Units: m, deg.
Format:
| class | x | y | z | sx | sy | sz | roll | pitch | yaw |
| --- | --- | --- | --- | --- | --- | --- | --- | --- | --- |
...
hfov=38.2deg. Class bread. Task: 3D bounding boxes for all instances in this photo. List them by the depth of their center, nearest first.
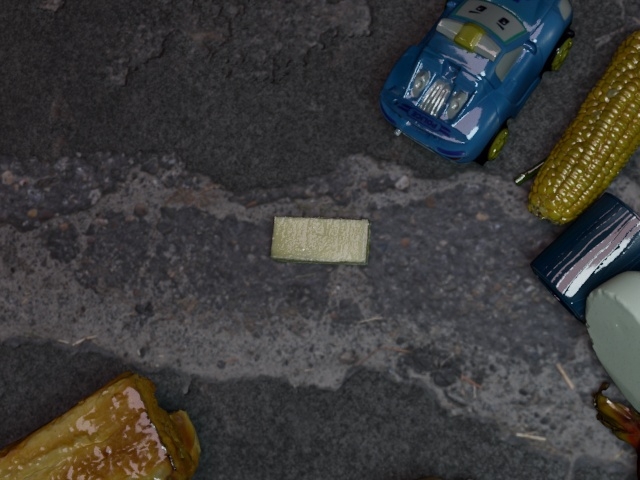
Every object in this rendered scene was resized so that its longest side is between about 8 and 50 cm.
| class | x | y | z | sx | sy | sz | roll | pitch | yaw |
| --- | --- | --- | --- | --- | --- | --- | --- | --- | --- |
| bread | -0.338 | 0.333 | 1.317 | 0.344 | 0.149 | 0.195 | -29 | 81 | 8 |
| bread | 0.000 | 0.000 | 1.359 | 0.153 | 0.028 | 0.068 | 1 | 77 | 17 |

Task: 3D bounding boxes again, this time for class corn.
| class | x | y | z | sx | sy | sz | roll | pitch | yaw |
| --- | --- | --- | --- | --- | --- | --- | --- | --- | --- |
| corn | 0.385 | -0.148 | 1.232 | 0.102 | 0.102 | 0.313 | 31 | 85 | 22 |

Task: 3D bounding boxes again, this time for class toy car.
| class | x | y | z | sx | sy | sz | roll | pitch | yaw |
| --- | --- | --- | --- | --- | --- | --- | --- | --- | --- |
| toy car | 0.218 | -0.261 | 1.289 | 0.198 | 0.166 | 0.314 | 36 | 88 | 18 |

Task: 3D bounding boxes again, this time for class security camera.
| class | x | y | z | sx | sy | sz | roll | pitch | yaw |
| --- | --- | --- | --- | --- | --- | --- | --- | --- | --- |
| security camera | 0.459 | 0.090 | 1.092 | 0.236 | 0.194 | 0.195 | -27 | 69 | -7 |

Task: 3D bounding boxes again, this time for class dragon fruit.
| class | x | y | z | sx | sy | sz | roll | pitch | yaw |
| --- | --- | --- | --- | --- | --- | --- | --- | --- | --- |
| dragon fruit | 0.418 | 0.265 | 1.120 | 0.125 | 0.125 | 0.246 | -27 | 46 | -19 |

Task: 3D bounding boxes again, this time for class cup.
| class | x | y | z | sx | sy | sz | roll | pitch | yaw |
| --- | --- | --- | --- | --- | --- | --- | --- | --- | --- |
| cup | 0.366 | 0.038 | 1.189 | 0.138 | 0.113 | 0.150 | -42 | 66 | 5 |

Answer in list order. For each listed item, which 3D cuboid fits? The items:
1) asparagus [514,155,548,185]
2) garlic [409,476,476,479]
| class | x | y | z | sx | sy | sz | roll | pitch | yaw |
| --- | --- | --- | --- | --- | --- | --- | --- | --- | --- |
| asparagus | 0.338 | -0.130 | 1.293 | 0.163 | 0.016 | 0.016 | -40 | 50 | 6 |
| garlic | 0.158 | 0.394 | 1.139 | 0.214 | 0.160 | 0.191 | 27 | 90 | 24 |
